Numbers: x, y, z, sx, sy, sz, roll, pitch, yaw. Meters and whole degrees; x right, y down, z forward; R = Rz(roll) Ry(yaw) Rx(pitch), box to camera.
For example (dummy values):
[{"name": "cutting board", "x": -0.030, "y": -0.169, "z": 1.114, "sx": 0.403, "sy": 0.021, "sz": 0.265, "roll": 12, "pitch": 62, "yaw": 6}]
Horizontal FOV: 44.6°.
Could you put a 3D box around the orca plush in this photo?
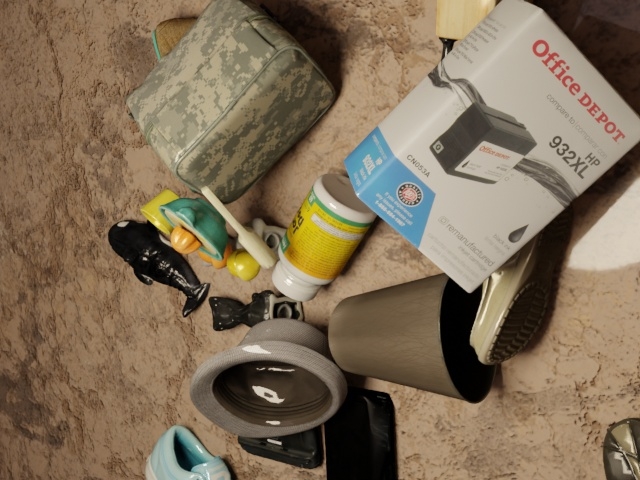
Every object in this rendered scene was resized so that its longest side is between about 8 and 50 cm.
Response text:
[{"name": "orca plush", "x": -0.366, "y": 0.053, "z": 1.623, "sx": 0.287, "sy": 0.102, "sz": 0.151, "roll": 49, "pitch": 123, "yaw": 21}]

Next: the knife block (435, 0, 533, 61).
[{"name": "knife block", "x": 0.206, "y": -0.313, "z": 1.037, "sx": 0.088, "sy": 0.276, "sz": 0.242, "roll": 19, "pitch": 79, "yaw": 34}]

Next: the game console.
[{"name": "game console", "x": -0.020, "y": 0.362, "z": 1.447, "sx": 0.362, "sy": 0.044, "sz": 0.213, "roll": 2, "pitch": 97, "yaw": 37}]

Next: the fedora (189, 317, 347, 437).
[{"name": "fedora", "x": -0.082, "y": 0.225, "z": 1.356, "sx": 0.276, "sy": 0.124, "sz": 0.244, "roll": -30, "pitch": 122, "yaw": 32}]

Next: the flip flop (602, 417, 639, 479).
[{"name": "flip flop", "x": 0.448, "y": 0.384, "z": 1.071, "sx": 0.112, "sy": 0.080, "sz": 0.276, "roll": -13, "pitch": 74, "yaw": 43}]

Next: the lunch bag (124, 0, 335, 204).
[{"name": "lunch bag", "x": -0.165, "y": -0.255, "z": 1.308, "sx": 0.305, "sy": 0.212, "sz": 0.256, "roll": -46, "pitch": 63, "yaw": 6}]

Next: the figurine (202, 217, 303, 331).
[{"name": "figurine", "x": -0.149, "y": 0.071, "z": 1.473, "sx": 0.210, "sy": 0.092, "sz": 0.214, "roll": -7, "pitch": 92, "yaw": 42}]

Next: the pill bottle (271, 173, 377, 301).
[{"name": "pill bottle", "x": 0.000, "y": 0.000, "z": 1.320, "sx": 0.117, "sy": 0.118, "sz": 0.208, "roll": 45, "pitch": 122, "yaw": 23}]

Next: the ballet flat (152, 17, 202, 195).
[{"name": "ballet flat", "x": -0.221, "y": -0.261, "z": 1.470, "sx": 0.124, "sy": 0.116, "sz": 0.342, "roll": -13, "pitch": 85, "yaw": 19}]

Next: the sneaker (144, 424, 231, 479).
[{"name": "sneaker", "x": -0.224, "y": 0.523, "z": 1.573, "sx": 0.366, "sy": 0.135, "sz": 0.150, "roll": 39, "pitch": 122, "yaw": 26}]

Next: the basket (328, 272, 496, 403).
[{"name": "basket", "x": 0.137, "y": 0.150, "z": 1.224, "sx": 0.227, "sy": 0.154, "sz": 0.204, "roll": -7, "pitch": 100, "yaw": 42}]

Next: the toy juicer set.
[{"name": "toy juicer set", "x": -0.181, "y": 0.007, "z": 1.288, "sx": 0.209, "sy": 0.089, "sz": 0.329, "roll": 45, "pitch": 164, "yaw": -19}]

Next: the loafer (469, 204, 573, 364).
[{"name": "loafer", "x": 0.279, "y": 0.050, "z": 1.130, "sx": 0.092, "sy": 0.102, "sz": 0.268, "roll": 29, "pitch": 101, "yaw": 48}]

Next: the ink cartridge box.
[{"name": "ink cartridge box", "x": 0.219, "y": -0.121, "z": 1.003, "sx": 0.223, "sy": 0.129, "sz": 0.307, "roll": 40, "pitch": 106, "yaw": -20}]
